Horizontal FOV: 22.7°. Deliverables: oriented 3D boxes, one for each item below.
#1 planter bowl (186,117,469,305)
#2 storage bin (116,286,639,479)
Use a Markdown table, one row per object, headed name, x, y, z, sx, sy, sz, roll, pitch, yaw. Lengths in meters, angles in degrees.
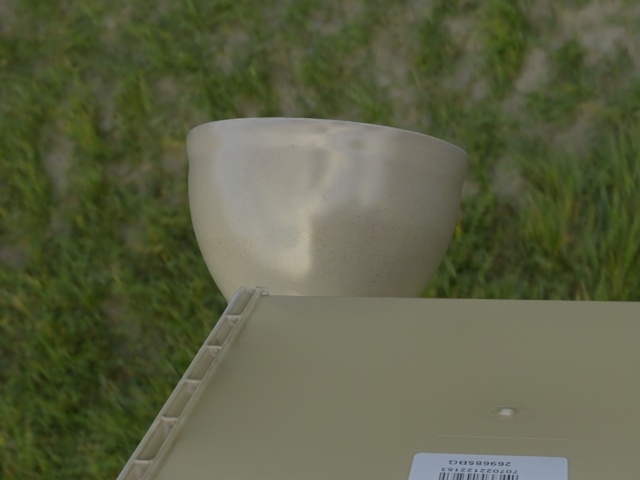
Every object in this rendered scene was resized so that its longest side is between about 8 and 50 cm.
| name | x | y | z | sx | sy | sz | roll | pitch | yaw |
| --- | --- | --- | --- | --- | --- | --- | --- | --- | --- |
| planter bowl | 0.000 | 0.000 | 0.905 | 0.162 | 0.162 | 0.109 | 1 | 81 | 20 |
| storage bin | 0.072 | 0.117 | 0.609 | 0.262 | 0.123 | 0.260 | 1 | 19 | 10 |
